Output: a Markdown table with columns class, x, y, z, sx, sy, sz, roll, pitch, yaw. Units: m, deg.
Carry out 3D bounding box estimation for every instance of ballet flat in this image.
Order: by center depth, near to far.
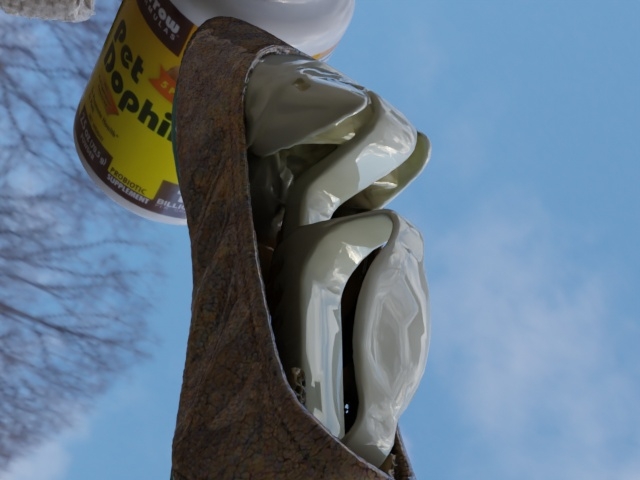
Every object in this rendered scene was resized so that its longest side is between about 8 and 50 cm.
| class | x | y | z | sx | sy | sz | roll | pitch | yaw |
| --- | --- | --- | --- | --- | --- | --- | --- | --- | --- |
| ballet flat | 0.000 | 0.000 | 0.643 | 0.106 | 0.107 | 0.316 | -36 | -138 | 33 |

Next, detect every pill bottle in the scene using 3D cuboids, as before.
| class | x | y | z | sx | sy | sz | roll | pitch | yaw |
| --- | --- | --- | --- | --- | --- | --- | --- | --- | --- |
| pill bottle | -0.056 | -0.113 | 0.849 | 0.117 | 0.117 | 0.215 | 62 | -38 | 26 |

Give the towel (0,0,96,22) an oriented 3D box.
| class | x | y | z | sx | sy | sz | roll | pitch | yaw |
| --- | --- | --- | --- | --- | --- | --- | --- | --- | --- |
| towel | -0.273 | -0.318 | 1.222 | 0.187 | 0.049 | 0.282 | 9 | -66 | 24 |
